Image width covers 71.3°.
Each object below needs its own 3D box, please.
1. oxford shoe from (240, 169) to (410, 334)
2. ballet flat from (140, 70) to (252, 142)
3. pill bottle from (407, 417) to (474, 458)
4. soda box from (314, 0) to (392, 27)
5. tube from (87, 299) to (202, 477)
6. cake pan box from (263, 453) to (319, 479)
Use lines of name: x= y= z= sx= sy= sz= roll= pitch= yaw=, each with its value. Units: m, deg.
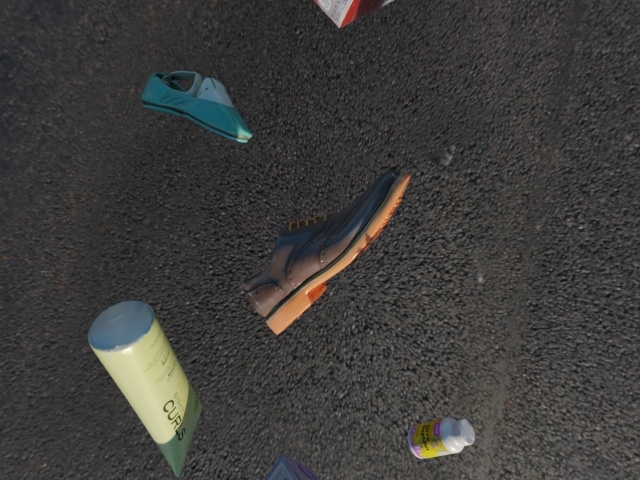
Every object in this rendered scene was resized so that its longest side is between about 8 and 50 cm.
oxford shoe: x=0.000 y=0.000 z=0.767 sx=0.133 sy=0.130 sz=0.363 roll=45 pitch=102 yaw=6
ballet flat: x=-0.213 y=-0.241 z=0.763 sx=0.248 sy=0.083 sz=0.087 roll=24 pitch=103 yaw=26
pill bottle: x=0.160 y=0.260 z=0.591 sx=0.083 sy=0.043 sz=0.043 roll=-36 pitch=83 yaw=39
soda box: x=0.061 y=-0.273 z=0.277 sx=0.083 sy=0.263 sz=0.092 roll=48 pitch=59 yaw=3
tube: x=-0.173 y=0.164 z=0.489 sx=0.070 sy=0.240 sz=0.062 roll=-32 pitch=48 yaw=-28
cake pan box: x=-0.048 y=0.413 z=0.486 sx=0.070 sy=0.267 sz=0.245 roll=44 pitch=77 yaw=-28
